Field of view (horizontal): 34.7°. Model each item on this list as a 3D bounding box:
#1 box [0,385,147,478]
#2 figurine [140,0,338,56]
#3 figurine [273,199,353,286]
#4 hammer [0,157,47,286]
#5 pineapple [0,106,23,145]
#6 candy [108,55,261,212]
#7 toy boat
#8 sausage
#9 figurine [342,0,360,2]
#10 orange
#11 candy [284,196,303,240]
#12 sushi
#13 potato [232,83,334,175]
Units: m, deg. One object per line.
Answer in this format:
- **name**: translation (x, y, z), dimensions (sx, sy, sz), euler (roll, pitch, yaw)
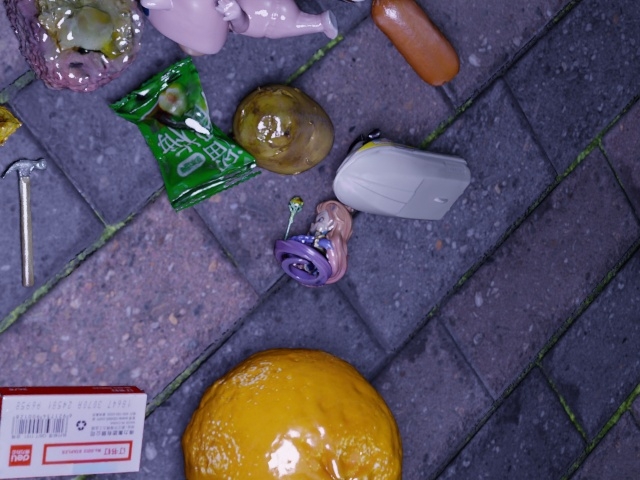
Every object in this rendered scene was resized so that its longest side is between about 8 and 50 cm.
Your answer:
- **box**: translation (-0.361, 0.275, 1.486), dimensions (0.229, 0.050, 0.122), euler (4, 95, -32)
- **figurine**: translation (-0.131, -0.327, 1.475), dimensions (0.288, 0.186, 0.176), euler (5, 51, -26)
- **figurine**: translation (0.005, 0.009, 1.647), dimensions (0.114, 0.126, 0.157), euler (44, 56, 6)
- **hammer**: translation (-0.416, -0.025, 1.440), dimensions (0.062, 0.017, 0.182), euler (-3, 98, -31)
- **pineapple**: translation (-0.466, -0.172, 1.365), dimensions (0.114, 0.077, 0.114), euler (-36, 99, -28)
- **candy**: translation (-0.196, -0.154, 1.509), dimensions (0.141, 0.078, 0.203), euler (-23, 110, 17)
- **toy boat**: translation (0.121, -0.111, 1.691), dimensions (0.269, 0.141, 0.140), euler (15, 87, -35)
- **sausage**: translation (0.159, -0.343, 1.723), dimensions (0.197, 0.076, 0.076), euler (44, 73, -26)
- **figurine**: translation (-0.066, -0.493, 1.499), dimensions (0.323, 0.196, 0.320), euler (35, 34, -37)
- **orange**: translation (-0.034, 0.333, 1.548), dimensions (0.341, 0.293, 0.340), euler (-2, 94, -30)
- **candy**: translation (-0.047, -0.031, 1.665), dimensions (0.023, 0.025, 0.083), euler (15, 97, -4)
- **sushi**: translation (-0.338, -0.325, 1.406), dimensions (0.161, 0.107, 0.241), euler (-29, 109, -29)
- **potato**: translation (-0.061, -0.172, 1.581), dimensions (0.176, 0.137, 0.137), euler (30, 79, -52)
